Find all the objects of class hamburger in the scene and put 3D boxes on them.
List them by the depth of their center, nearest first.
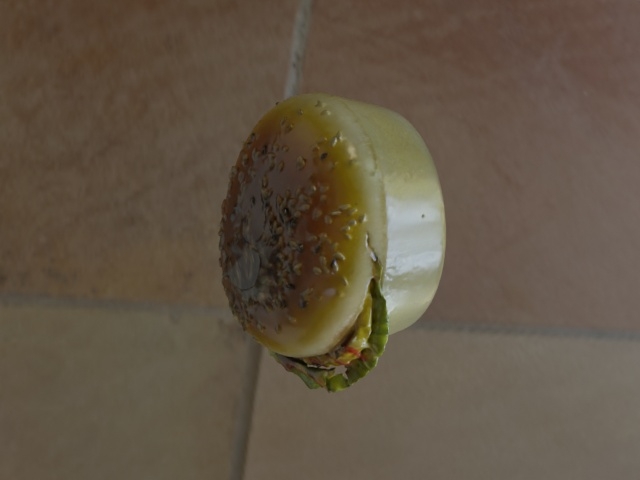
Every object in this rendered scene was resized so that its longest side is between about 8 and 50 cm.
[{"bbox_3d":[0.000,0.000,0.783,0.081,0.126,0.141,-7,108,-30],"label":"hamburger"}]
